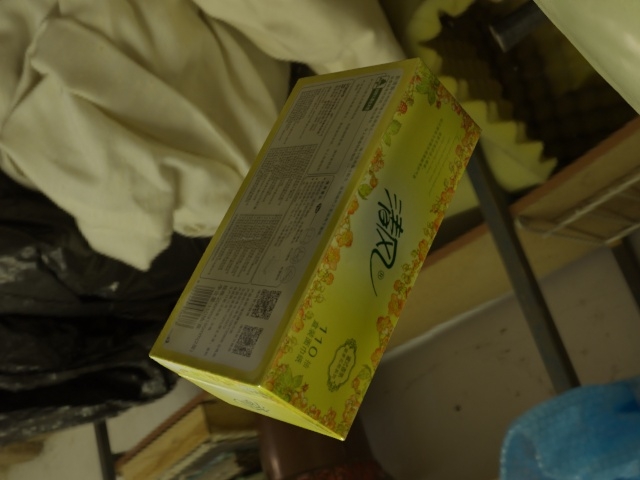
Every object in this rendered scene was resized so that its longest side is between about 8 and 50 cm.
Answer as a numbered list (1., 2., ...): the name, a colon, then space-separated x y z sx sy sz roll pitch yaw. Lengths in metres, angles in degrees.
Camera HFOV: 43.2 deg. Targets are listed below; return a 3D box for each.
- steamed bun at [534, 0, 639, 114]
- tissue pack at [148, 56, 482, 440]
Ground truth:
1. steamed bun: 0.405 -0.230 0.599 0.456 0.371 0.290 -8 141 -22
2. tissue pack: 0.000 0.000 0.405 0.095 0.176 0.062 2 149 50
